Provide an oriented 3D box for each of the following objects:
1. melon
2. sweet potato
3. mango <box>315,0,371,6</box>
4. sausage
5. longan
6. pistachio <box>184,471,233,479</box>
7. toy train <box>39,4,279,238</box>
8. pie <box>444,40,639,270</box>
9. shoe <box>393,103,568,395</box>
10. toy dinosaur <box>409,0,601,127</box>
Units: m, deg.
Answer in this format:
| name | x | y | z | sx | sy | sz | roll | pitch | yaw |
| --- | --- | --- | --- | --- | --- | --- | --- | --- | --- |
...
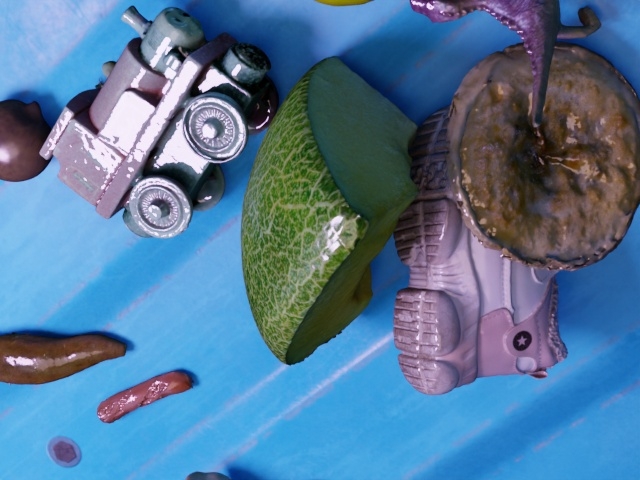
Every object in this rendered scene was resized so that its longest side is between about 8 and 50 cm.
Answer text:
| name | x | y | z | sx | sy | sz | roll | pitch | yaw |
| --- | --- | --- | --- | --- | --- | --- | --- | --- | --- |
| melon | 0.000 | 0.000 | 1.614 | 0.226 | 0.331 | 0.343 | 10 | 128 | -27 |
| sweet potato | -0.393 | 0.165 | 1.891 | 0.243 | 0.077 | 0.077 | -3 | 113 | 16 |
| mango | 0.051 | -0.387 | 1.483 | 0.185 | 0.149 | 0.273 | 25 | 115 | -20 |
| sausage | -0.250 | 0.219 | 1.903 | 0.158 | 0.042 | 0.036 | -24 | 69 | 20 |
| longan | -0.396 | -0.132 | 1.748 | 0.113 | 0.092 | 0.113 | 0 | 89 | 17 |
| pistachio | -0.130 | 0.483 | 1.882 | 0.229 | 0.238 | 0.321 | -33 | 83 | 18 |
| toy train | -0.194 | -0.149 | 1.665 | 0.221 | 0.150 | 0.304 | 39 | 119 | 2 |
| pie | 0.262 | -0.097 | 1.534 | 0.274 | 0.055 | 0.274 | 2 | 85 | -20 |
| shoe | 0.199 | 0.010 | 1.634 | 0.198 | 0.172 | 0.351 | 1 | 98 | -20 |
| toy dinosaur | 0.231 | -0.233 | 1.498 | 0.251 | 0.199 | 0.072 | 52 | 156 | 24 |
